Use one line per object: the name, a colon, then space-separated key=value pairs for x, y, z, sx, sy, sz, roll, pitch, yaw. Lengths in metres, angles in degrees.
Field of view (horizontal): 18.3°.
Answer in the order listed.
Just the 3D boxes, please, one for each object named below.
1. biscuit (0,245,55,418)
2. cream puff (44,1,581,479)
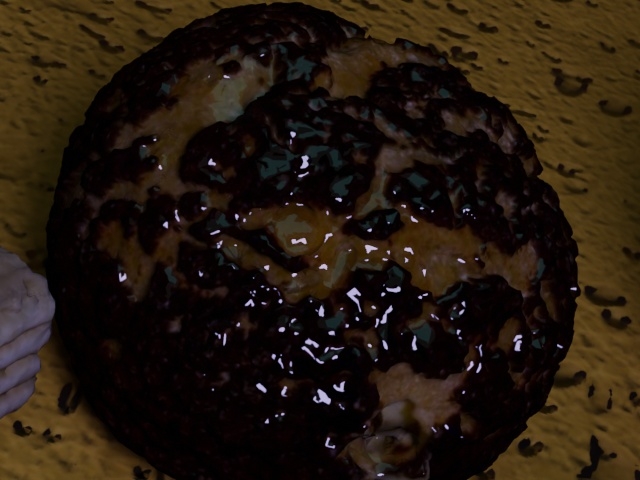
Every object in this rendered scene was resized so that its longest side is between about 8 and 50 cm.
biscuit: x=-0.282 y=0.082 z=0.688 sx=0.144 sy=0.078 sz=0.426 roll=35 pitch=38 yaw=18
cream puff: x=0.000 y=0.000 z=0.862 sx=0.239 sy=0.165 sz=0.239 roll=16 pitch=36 yaw=-12
